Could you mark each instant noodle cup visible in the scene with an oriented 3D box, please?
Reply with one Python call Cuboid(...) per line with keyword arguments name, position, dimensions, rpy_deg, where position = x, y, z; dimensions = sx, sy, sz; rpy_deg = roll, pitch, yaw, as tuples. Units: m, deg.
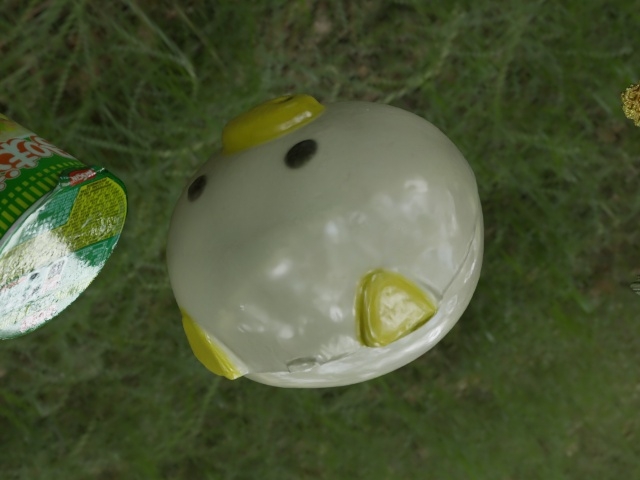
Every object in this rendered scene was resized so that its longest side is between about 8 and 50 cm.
Cuboid(name="instant noodle cup", position=(-0.346, -0.050, 1.303), dimensions=(0.207, 0.232, 0.207), rpy_deg=(-44, 160, -21))

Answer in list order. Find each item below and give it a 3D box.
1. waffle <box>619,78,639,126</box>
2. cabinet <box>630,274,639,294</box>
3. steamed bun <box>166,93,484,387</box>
Cuboid(name="waffle", position=(0.370, -0.160, 1.405), dimensions=(0.085, 0.078, 0.016), rpy_deg=(-38, -167, 37))
Cuboid(name="cabinet", position=(0.576, -0.044, 1.479), dimensions=(0.227, 0.290, 0.318), rpy_deg=(152, -41, -82))
Cuboid(name="steamed bun", position=(0.004, 0.004, 1.455), dimensions=(0.374, 0.334, 0.334), rpy_deg=(-18, 166, 31))
